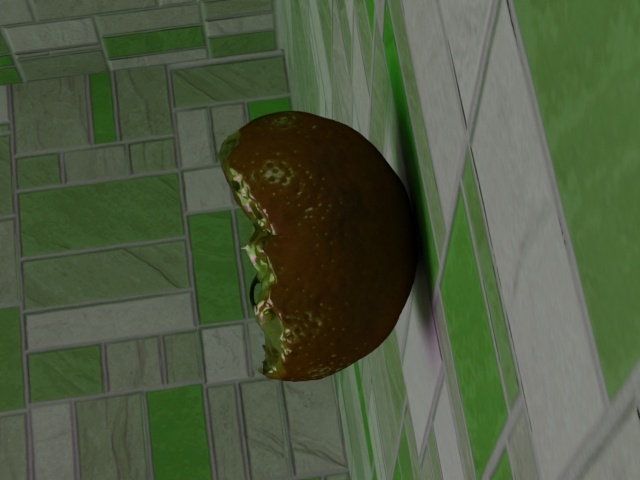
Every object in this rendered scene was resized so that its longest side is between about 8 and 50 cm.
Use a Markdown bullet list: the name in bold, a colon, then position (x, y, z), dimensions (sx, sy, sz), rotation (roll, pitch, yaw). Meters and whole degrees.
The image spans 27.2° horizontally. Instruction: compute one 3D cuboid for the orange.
- **orange**: position (0.006, 0.002, 1.167), dimensions (0.179, 0.158, 0.237), rotation (21, -119, -79)
